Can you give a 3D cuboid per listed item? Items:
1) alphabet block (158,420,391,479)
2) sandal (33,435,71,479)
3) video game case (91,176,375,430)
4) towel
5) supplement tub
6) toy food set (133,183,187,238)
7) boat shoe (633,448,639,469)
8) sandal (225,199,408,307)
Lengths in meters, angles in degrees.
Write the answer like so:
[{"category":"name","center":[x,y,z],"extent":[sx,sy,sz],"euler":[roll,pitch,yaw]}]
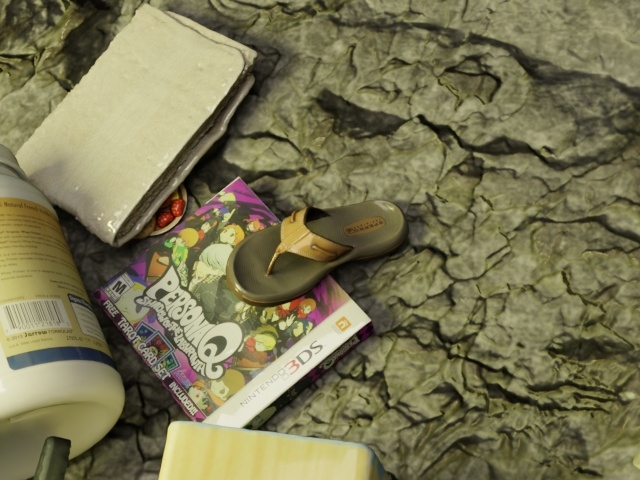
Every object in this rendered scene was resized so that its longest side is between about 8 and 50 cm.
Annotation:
[{"category":"alphabet block","center":[-0.046,0.291,1.118],"extent":[0.193,0.192,0.197],"euler":[4,70,14]},{"category":"sandal","center":[-0.250,0.412,1.139],"extent":[0.107,0.167,0.445],"euler":[7,77,-13]},{"category":"video game case","center":[-0.095,0.077,1.294],"extent":[0.210,0.042,0.232],"euler":[-38,67,-9]},{"category":"towel","center":[-0.211,-0.138,1.388],"extent":[0.187,0.049,0.282],"euler":[29,72,28]},{"category":"supplement tub","center":[-0.354,0.073,1.240],"extent":[0.228,0.228,0.316],"euler":[-26,66,-1]},{"category":"toy food set","center":[-0.192,-0.044,1.373],"extent":[0.083,0.020,0.082],"euler":[-20,66,2]},{"category":"boat shoe","center":[0.356,0.181,1.174],"extent":[0.042,0.049,0.133],"euler":[43,72,-6]},{"category":"sandal","center":[0.000,0.000,1.261],"extent":[0.219,0.060,0.090],"euler":[-18,59,-22]}]
